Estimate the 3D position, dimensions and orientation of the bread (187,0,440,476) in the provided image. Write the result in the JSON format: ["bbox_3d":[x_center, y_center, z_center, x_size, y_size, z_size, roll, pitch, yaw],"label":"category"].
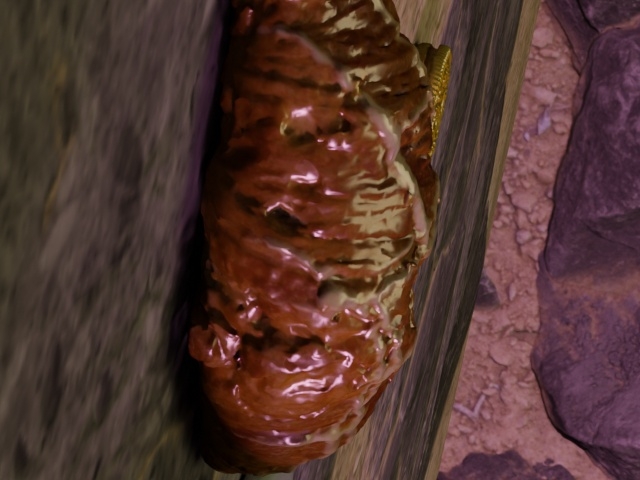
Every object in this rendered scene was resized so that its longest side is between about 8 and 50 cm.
[{"bbox_3d":[0.000,0.000,0.557,0.105,0.076,0.233,-69,167,-53],"label":"bread"}]

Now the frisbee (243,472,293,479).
[{"bbox_3d":[-0.032,0.147,0.767,0.110,0.014,0.110,13,90,-82],"label":"frisbee"}]

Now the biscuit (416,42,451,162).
[{"bbox_3d":[0.063,-0.080,1.029,0.084,0.023,0.084,12,90,-83],"label":"biscuit"}]
